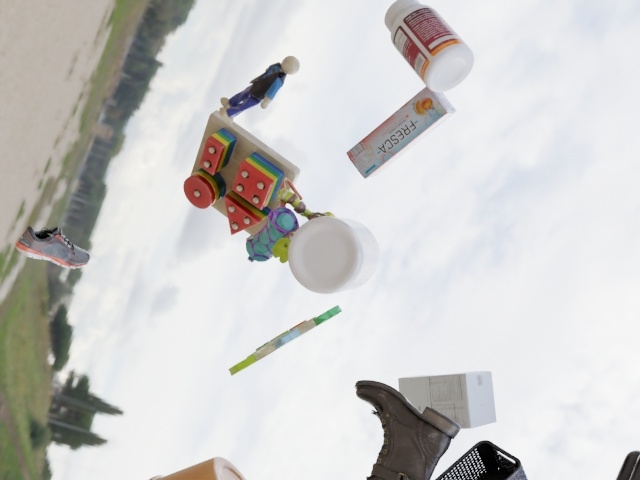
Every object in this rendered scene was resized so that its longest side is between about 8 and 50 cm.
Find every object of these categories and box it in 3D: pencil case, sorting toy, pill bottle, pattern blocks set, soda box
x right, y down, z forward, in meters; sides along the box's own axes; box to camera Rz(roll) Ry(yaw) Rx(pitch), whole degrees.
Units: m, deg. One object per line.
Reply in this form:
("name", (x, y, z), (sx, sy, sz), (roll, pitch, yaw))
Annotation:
("pencil case", (-0.102, -0.010, 1.811), (0.151, 0.070, 0.065), (-44, -157, 52))
("sorting toy", (-0.209, -0.134, 2.127), (0.089, 0.257, 0.255), (-44, 166, -45))
("pill bottle", (0.162, -0.305, 1.354), (0.086, 0.086, 0.152), (-57, -130, 35))
("pill bottle", (0.035, 0.025, 1.566), (0.131, 0.131, 0.229), (-67, 166, 6))
("pattern blocks set", (-0.078, 0.214, 1.921), (0.285, 0.026, 0.325), (-27, 174, -39))
("soda box", (0.133, -0.178, 1.463), (0.183, 0.058, 0.063), (-38, 174, 25))

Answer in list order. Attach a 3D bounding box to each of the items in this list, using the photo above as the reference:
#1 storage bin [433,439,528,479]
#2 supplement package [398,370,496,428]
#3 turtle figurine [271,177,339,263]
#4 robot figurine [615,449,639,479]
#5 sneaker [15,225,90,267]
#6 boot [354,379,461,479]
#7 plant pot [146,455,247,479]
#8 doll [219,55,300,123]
("storage bin", (0.300, 0.483, 1.686), (0.180, 0.084, 0.122), (-35, -152, -19))
("supplement package", (0.350, 0.441, 2.433), (0.203, 0.194, 0.149), (-10, -100, 30))
("turtle figurine", (0.000, 0.000, 1.769), (0.087, 0.269, 0.217), (-31, -166, 30))
("robot figurine", (0.522, 0.382, 1.156), (0.174, 0.278, 0.209), (-66, 172, 26))
("sneaker", (-0.507, 0.009, 1.713), (0.061, 0.158, 0.065), (36, -77, 40))
("boot", (0.127, 0.410, 1.710), (0.263, 0.091, 0.229), (22, -103, 36))
("plant pot", (-0.257, 0.613, 1.945), (0.203, 0.291, 0.291), (-36, -158, 5))
("doll", (-0.115, -0.300, 1.742), (0.189, 0.046, 0.129), (-31, -144, 23))
